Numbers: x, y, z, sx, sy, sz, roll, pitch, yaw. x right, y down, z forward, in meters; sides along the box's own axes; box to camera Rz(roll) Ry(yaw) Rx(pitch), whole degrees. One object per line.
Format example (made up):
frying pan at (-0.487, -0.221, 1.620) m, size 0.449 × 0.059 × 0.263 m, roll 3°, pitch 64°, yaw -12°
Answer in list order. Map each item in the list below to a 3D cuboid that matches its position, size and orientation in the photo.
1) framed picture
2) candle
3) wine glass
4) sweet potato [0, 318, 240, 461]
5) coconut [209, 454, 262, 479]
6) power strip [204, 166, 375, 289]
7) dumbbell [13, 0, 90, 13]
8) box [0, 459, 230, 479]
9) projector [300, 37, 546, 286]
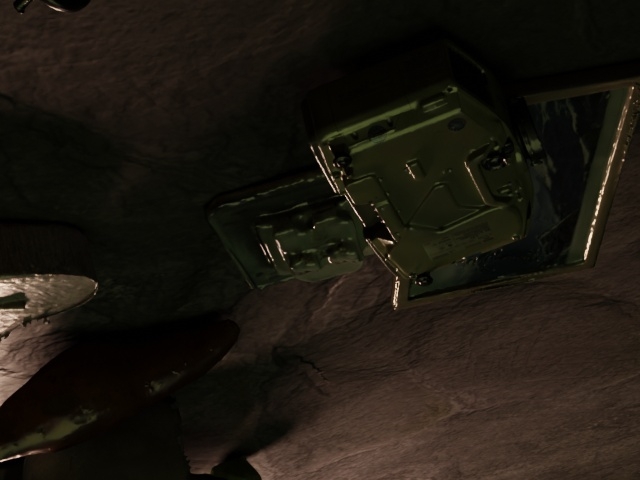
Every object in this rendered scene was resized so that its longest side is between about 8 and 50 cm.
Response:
framed picture at (0.200, -0.048, 1.472) m, size 0.247 × 0.022 × 0.335 m, roll -11°, pitch 145°, yaw -9°
candle at (-0.325, 0.040, 1.368) m, size 0.192 × 0.068 × 0.168 m, roll -22°, pitch 156°, yaw 10°
wine glass at (-0.315, 0.304, 1.718) m, size 0.323 × 0.238 × 0.238 m, roll -14°, pitch 154°, yaw -9°
sweet potato at (-0.265, 0.171, 1.611) m, size 0.359 × 0.112 × 0.112 m, roll -25°, pitch 158°, yaw -21°
coconut at (-0.128, 0.369, 2.096) m, size 0.088 × 0.096 × 0.088 m, roll 19°, pitch 174°, yaw 2°
power strip at (0.000, 0.000, 1.467) m, size 0.198 × 0.064 × 0.213 m, roll -17°, pitch 154°, yaw 6°
dumbbell at (-0.171, -0.205, 0.974) m, size 0.147 × 0.069 × 0.069 m, roll -35°, pitch 148°, yaw 33°
box at (-0.318, 0.411, 2.015) m, size 0.350 × 0.091 × 0.359 m, roll 10°, pitch 147°, yaw -18°
projector at (0.113, -0.068, 1.315) m, size 0.193 × 0.088 × 0.269 m, roll -21°, pitch 144°, yaw 11°
